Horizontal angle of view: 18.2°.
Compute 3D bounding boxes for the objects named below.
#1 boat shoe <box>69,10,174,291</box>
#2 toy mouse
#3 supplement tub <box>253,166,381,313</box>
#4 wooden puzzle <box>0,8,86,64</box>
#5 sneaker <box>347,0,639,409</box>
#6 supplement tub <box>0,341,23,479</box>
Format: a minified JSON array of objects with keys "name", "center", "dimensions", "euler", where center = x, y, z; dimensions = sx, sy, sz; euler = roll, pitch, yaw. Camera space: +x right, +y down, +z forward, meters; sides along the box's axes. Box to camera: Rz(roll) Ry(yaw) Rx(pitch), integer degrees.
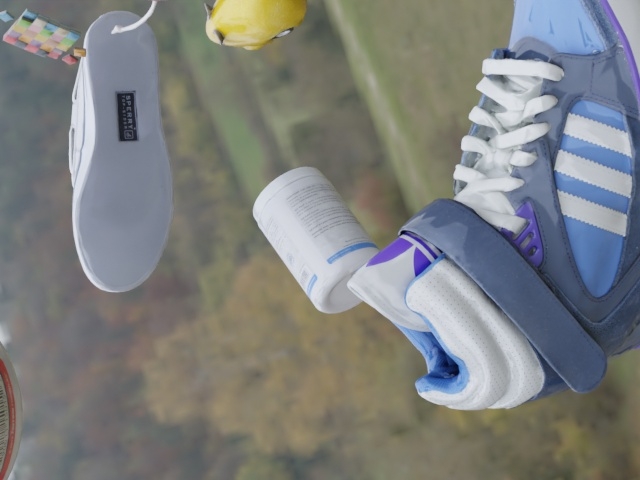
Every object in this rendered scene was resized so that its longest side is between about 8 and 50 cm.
[{"name":"boat shoe","center":[-0.184,-0.077,1.832],"dimensions":[0.084,0.095,0.258],"euler":[151,124,-73]},{"name":"toy mouse","center":[-0.062,-0.162,1.004],"dimensions":[0.031,0.161,0.143],"euler":[-17,-92,-54]},{"name":"supplement tub","center":[0.000,0.000,1.627],"dimensions":[0.107,0.071,0.071],"euler":[55,165,28]},{"name":"wooden puzzle","center":[-0.228,-0.168,1.640],"dimensions":[0.049,0.083,0.006],"euler":[-35,41,51]},{"name":"sneaker","center":[0.123,-0.038,1.395],"dimensions":[0.130,0.236,0.323],"euler":[20,125,61]},{"name":"supplement tub","center":[-0.320,0.128,1.287],"dimensions":[0.272,0.191,0.191],"euler":[-18,-89,-79]}]
